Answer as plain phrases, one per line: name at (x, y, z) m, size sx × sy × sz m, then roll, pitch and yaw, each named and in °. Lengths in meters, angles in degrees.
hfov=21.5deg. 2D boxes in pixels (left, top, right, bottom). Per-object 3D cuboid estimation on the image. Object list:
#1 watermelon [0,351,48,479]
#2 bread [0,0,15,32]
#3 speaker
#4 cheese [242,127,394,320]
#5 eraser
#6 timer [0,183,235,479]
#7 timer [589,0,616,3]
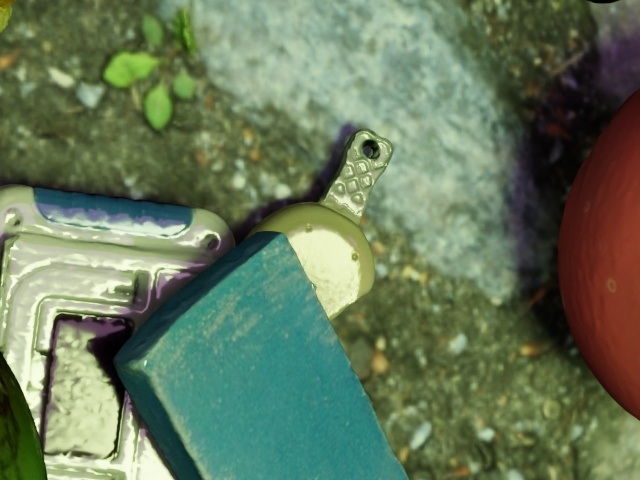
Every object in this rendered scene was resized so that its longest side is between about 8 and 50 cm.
watermelon at (-0.316, 0.169, 0.934) m, size 0.363 × 0.363 × 0.363 m, roll 0°, pitch 91°, yaw -18°
bread at (-0.356, -0.232, 1.052) m, size 0.367 × 0.084 × 0.077 m, roll 29°, pitch 42°, yaw -15°
speaker at (0.302, 0.010, 1.169) m, size 0.294 × 0.294 × 0.294 m, roll 0°, pitch 91°, yaw -18°
cheese at (0.005, 0.005, 1.187) m, size 0.171 × 0.047 × 0.092 m, roll -44°, pitch 104°, yaw -13°
eraser at (-0.017, 0.157, 1.130) m, size 0.144 × 0.043 × 0.312 m, roll -42°, pitch 119°, yaw -29°
timer at (-0.154, 0.095, 1.121) m, size 0.178 × 0.078 × 0.253 m, roll 6°, pitch 89°, yaw -17°
timer at (0.186, -0.281, 1.243) m, size 0.144 × 0.055 × 0.187 m, roll 18°, pitch 89°, yaw -15°
